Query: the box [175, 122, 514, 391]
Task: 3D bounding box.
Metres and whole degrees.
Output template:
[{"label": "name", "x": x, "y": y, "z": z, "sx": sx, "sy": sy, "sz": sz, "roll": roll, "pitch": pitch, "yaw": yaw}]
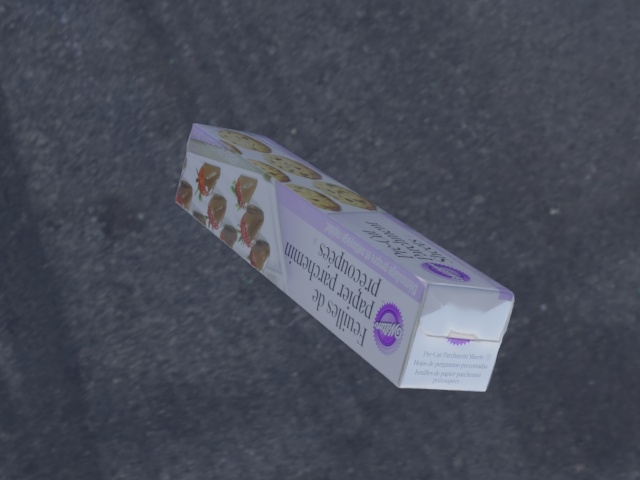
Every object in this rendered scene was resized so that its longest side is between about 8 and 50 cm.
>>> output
[{"label": "box", "x": 0.000, "y": 0.000, "z": 0.851, "sx": 0.067, "sy": 0.324, "sz": 0.063, "roll": 6, "pitch": 107, "yaw": -30}]
